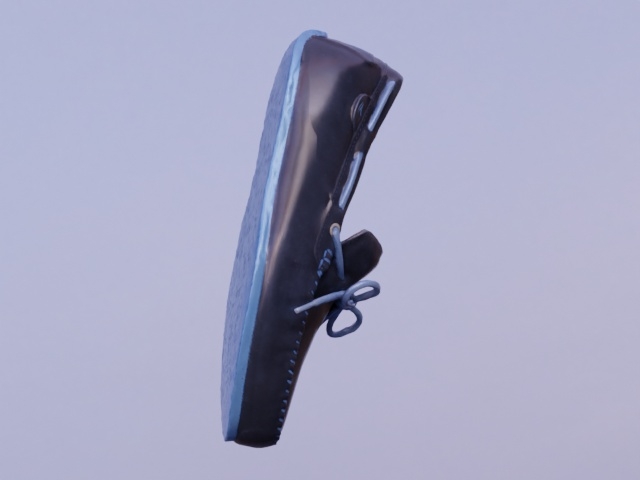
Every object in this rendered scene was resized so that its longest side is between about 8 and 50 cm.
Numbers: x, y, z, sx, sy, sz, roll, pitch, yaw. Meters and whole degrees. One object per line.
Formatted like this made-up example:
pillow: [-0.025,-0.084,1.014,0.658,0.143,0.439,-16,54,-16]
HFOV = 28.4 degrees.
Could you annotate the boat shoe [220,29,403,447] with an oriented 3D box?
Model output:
boat shoe: [0.000,0.000,0.762,0.089,0.258,0.109,14,-6,-12]
